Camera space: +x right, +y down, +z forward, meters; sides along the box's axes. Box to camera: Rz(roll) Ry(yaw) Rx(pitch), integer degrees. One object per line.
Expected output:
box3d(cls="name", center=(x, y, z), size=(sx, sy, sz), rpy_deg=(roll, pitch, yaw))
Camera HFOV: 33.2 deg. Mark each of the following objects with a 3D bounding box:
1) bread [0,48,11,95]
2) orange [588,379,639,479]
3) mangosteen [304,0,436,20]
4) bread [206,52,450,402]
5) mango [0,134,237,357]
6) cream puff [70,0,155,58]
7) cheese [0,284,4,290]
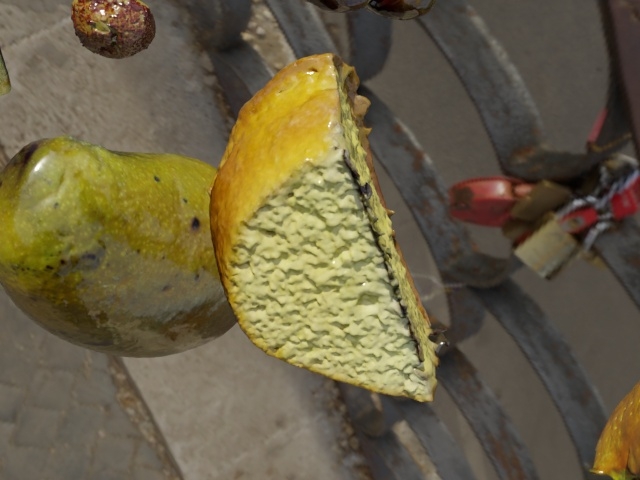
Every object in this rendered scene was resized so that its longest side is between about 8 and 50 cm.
box3d(cls="bread", center=(-0.606, -0.239, 1.553), size=(0.264, 0.168, 0.163), rpy_deg=(-45, 156, -27))
box3d(cls="orange", center=(0.427, 0.205, 1.015), size=(0.262, 0.334, 0.196), rpy_deg=(30, 84, 0))
box3d(cls="mangosteen", center=(0.061, -0.594, 1.955), size=(0.381, 0.421, 0.381), rpy_deg=(-21, 131, -26))
box3d(cls="bread", center=(-0.007, 0.007, 0.736), size=(0.134, 0.129, 0.260), rpy_deg=(-16, 125, 12))
box3d(cls="mango", center=(-0.157, 0.013, 0.903), size=(0.329, 0.176, 0.176), rpy_deg=(4, 88, -71))
box3d(cls="cream puff", center=(-0.343, -0.349, 1.757), size=(0.149, 0.149, 0.084), rpy_deg=(17, 72, -29))
box3d(cls="cheese", center=(-0.407, 0.039, 1.171), size=(0.127, 0.235, 0.050), rpy_deg=(-34, 82, -14))
